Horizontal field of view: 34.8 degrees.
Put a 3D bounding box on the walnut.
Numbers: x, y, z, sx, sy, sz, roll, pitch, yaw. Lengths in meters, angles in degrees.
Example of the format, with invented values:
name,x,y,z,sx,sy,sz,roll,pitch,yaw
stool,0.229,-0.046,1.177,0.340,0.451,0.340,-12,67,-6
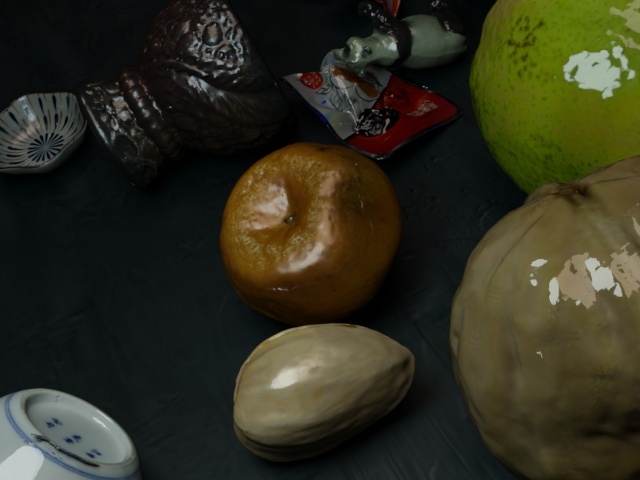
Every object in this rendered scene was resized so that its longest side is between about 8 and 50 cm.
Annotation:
name,x,y,z,sx,sy,sz,roll,pitch,yaw
walnut,0.309,0.098,1.043,0.381,0.381,0.381,-8,49,9

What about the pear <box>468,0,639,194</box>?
name,x,y,z,sx,sy,sz,roll,pitch,yaw
pear,0.369,-0.203,1.293,0.391,0.391,0.391,-8,49,9

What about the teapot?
name,x,y,z,sx,sy,sz,roll,pitch,yaw
teapot,-0.331,0.320,1.134,0.424,0.252,0.280,32,98,11

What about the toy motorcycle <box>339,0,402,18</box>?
name,x,y,z,sx,sy,sz,roll,pitch,yaw
toy motorcycle,0.103,-0.512,1.775,0.171,0.089,0.298,27,57,-13

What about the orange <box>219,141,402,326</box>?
name,x,y,z,sx,sy,sz,roll,pitch,yaw
orange,0.000,0.000,1.337,0.249,0.183,0.249,-11,62,22

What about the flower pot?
name,x,y,z,sx,sy,sz,roll,pitch,yaw
flower pot,-0.208,-0.221,1.545,0.267,0.267,0.267,-29,48,2

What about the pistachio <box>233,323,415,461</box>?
name,x,y,z,sx,sy,sz,roll,pitch,yaw
pistachio,0.002,0.174,1.214,0.229,0.157,0.157,-19,48,-8

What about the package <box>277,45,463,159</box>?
name,x,y,z,sx,sy,sz,roll,pitch,yaw
package,0.065,-0.217,1.583,0.269,0.071,0.194,37,62,27

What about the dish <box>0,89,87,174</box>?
name,x,y,z,sx,sy,sz,roll,pitch,yaw
dish,-0.461,-0.163,1.682,0.190,0.066,0.191,-8,50,10

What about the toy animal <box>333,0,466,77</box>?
name,x,y,z,sx,sy,sz,roll,pitch,yaw
toy animal,0.124,-0.312,1.598,0.225,0.094,0.121,-8,42,-26
